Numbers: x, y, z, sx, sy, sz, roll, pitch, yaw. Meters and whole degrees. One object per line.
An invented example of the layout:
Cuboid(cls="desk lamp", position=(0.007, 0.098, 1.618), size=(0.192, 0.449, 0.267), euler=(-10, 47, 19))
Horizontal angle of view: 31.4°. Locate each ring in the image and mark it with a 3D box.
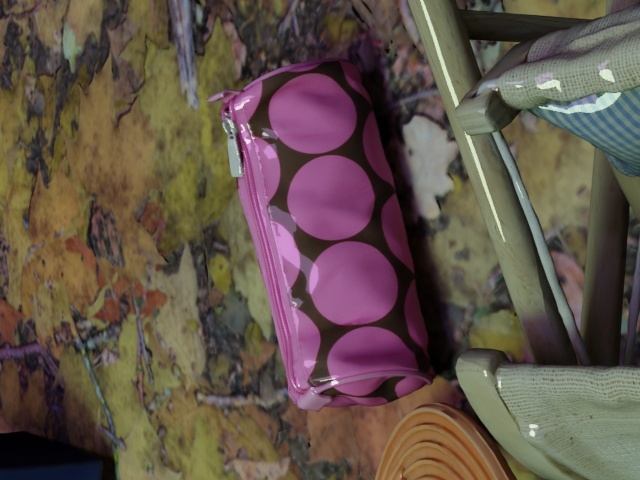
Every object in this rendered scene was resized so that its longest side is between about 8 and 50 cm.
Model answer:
Cuboid(cls="ring", position=(0.076, 0.252, 0.583), size=(0.336, 0.032, 0.337), euler=(179, 90, -78))

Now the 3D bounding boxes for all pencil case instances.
Cuboid(cls="pencil case", position=(0.000, 0.000, 0.690), size=(0.095, 0.098, 0.209), euler=(-28, 74, 48))

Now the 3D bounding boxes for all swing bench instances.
Cuboid(cls="swing bench", position=(0.183, -0.011, 0.420), size=(0.253, 0.165, 0.255), euler=(-8, 89, 50))

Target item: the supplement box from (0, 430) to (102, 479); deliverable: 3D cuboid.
Cuboid(cls="supplement box", position=(-0.327, 0.361, 1.005), size=(0.195, 0.194, 0.357), euler=(-1, 85, 54))
